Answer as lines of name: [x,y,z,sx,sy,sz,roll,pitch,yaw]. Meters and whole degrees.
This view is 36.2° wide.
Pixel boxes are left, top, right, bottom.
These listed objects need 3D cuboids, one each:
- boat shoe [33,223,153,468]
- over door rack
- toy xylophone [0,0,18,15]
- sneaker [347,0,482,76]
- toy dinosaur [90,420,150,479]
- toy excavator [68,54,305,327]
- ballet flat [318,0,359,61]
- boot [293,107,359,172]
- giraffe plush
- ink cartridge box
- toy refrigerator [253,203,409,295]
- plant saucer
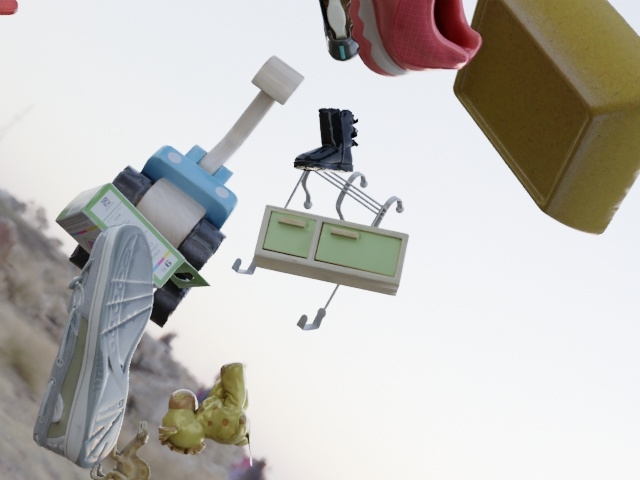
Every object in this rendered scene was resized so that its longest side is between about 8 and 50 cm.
boat shoe: [-0.296,0.129,1.257,0.103,0.320,0.118,15,10,20]
over door rack: [0.000,0.000,2.021,0.239,0.324,0.108,37,2,35]
toy xylophone: [-0.626,-0.500,1.757,0.236,0.322,0.081,3,-38,-14]
sneaker: [0.081,-0.299,0.951,0.136,0.116,0.314,16,-37,43]
toy dinosaur: [-0.321,0.381,1.585,0.092,0.183,0.053,10,14,6]
toy excavator: [-0.230,-0.121,1.878,0.222,0.445,0.433,36,-53,-4]
ballet flat: [0.038,-0.516,2.074,0.096,0.095,0.280,55,23,-71]
boot: [0.008,-0.157,1.521,0.121,0.099,0.045,0,-1,-38]
giraffe plush: [-0.222,0.340,1.862,0.210,0.170,0.181,-98,-176,-47]
ink cartridge box: [-0.265,0.017,1.384,0.209,0.062,0.109,47,-28,-21]
toy refrigerator: [0.020,0.018,1.800,0.269,0.102,0.094,12,-17,4]
plant saucer: [0.283,-0.194,1.268,0.333,0.081,0.333,57,-18,23]
